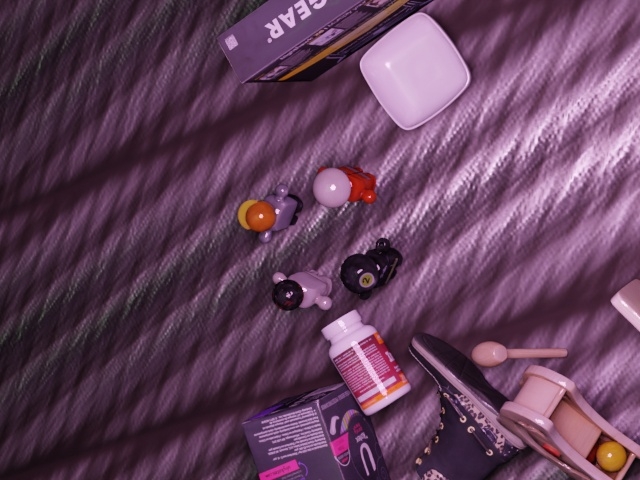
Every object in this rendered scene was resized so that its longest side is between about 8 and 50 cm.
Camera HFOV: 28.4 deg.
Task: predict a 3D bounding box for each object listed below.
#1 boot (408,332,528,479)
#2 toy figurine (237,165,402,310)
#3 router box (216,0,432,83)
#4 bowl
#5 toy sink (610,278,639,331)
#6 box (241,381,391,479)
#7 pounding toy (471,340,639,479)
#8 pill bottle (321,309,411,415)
[{"bbox_3d":[0.187,0.274,1.917,0.236,0.085,0.178,43,114,13],"label":"boot"},{"bbox_3d":[0.000,0.000,1.929,0.209,0.148,0.213,-17,90,25],"label":"toy figurine"},{"bbox_3d":[0.038,-0.337,1.814,0.309,0.243,0.081,-31,84,24],"label":"router box"},{"bbox_3d":[0.148,-0.251,1.880,0.142,0.053,0.142,-37,81,24],"label":"bowl"},{"bbox_3d":[0.531,0.107,1.700,0.234,0.153,0.131,46,112,14],"label":"toy sink"},{"bbox_3d":[0.011,0.373,1.965,0.143,0.165,0.270,-19,90,25],"label":"box"},{"bbox_3d":[0.347,0.222,1.780,0.269,0.154,0.155,37,76,-7],"label":"pounding toy"},{"bbox_3d":[0.068,0.187,1.958,0.086,0.086,0.152,-35,83,24],"label":"pill bottle"}]
